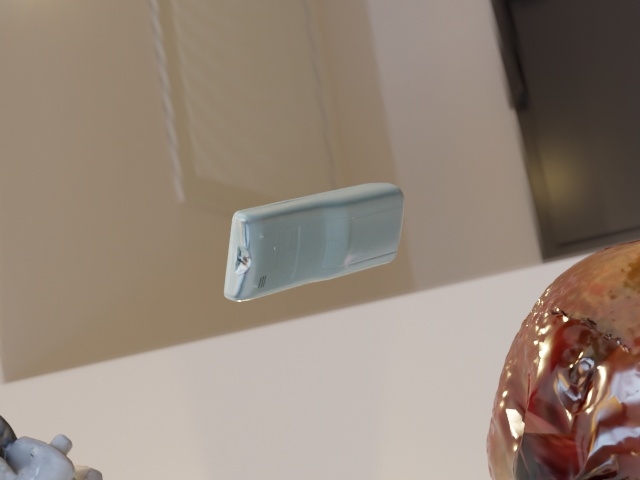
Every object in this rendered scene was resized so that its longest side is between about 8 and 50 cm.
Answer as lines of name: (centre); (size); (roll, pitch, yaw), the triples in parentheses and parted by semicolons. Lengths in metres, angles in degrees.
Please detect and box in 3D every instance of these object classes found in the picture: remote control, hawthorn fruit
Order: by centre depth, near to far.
remote control: (0.000, 0.000, 0.985); (0.162, 0.029, 0.061); (-15, -63, -50)
hawthorn fruit: (0.268, 0.143, 1.024); (0.311, 0.295, 0.295); (13, -118, -31)

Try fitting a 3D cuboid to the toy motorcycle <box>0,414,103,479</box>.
toy motorcycle: (-0.159, 0.206, 0.641); (0.171, 0.110, 0.260); (29, -108, -46)
